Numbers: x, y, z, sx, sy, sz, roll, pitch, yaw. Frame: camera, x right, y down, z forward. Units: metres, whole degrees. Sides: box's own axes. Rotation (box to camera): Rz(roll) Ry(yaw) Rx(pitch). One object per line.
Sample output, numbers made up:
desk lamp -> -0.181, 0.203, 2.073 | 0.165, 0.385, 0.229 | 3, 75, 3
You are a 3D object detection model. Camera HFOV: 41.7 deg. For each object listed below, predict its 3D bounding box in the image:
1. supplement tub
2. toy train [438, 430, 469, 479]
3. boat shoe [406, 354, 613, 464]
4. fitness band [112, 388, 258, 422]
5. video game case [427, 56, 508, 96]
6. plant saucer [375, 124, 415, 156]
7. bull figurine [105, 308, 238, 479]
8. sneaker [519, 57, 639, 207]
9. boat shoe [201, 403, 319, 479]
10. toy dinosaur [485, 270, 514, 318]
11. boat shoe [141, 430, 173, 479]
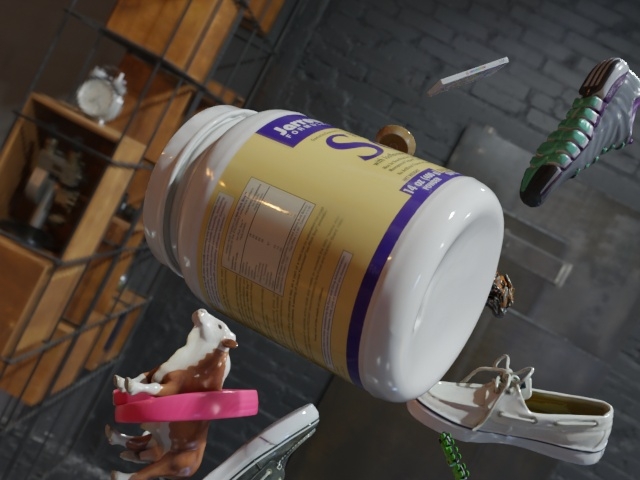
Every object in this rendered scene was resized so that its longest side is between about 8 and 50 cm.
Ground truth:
supplement tub -> 0.000, 0.000, 0.902 | 0.331, 0.241, 0.241 | 25, 2, 27
toy train -> 0.204, 0.334, 1.297 | 0.017, 0.024, 0.083 | 3, 44, -30
boat shoe -> 0.345, 0.284, 1.509 | 0.367, 0.156, 0.136 | 14, 26, 7
fitness band -> -0.221, 0.275, 1.403 | 0.209, 0.054, 0.291 | -2, -9, 13
video game case -> 0.247, -0.275, 1.420 | 0.087, 0.122, 0.011 | 153, -83, -82
plant saucer -> 0.146, -0.188, 1.664 | 0.083, 0.083, 0.015 | 28, 40, 4
bull figurine -> -0.240, 0.263, 1.364 | 0.188, 0.310, 0.101 | 0, 22, -30
sneaker -> 0.357, -0.124, 1.103 | 0.098, 0.224, 0.083 | 33, 4, -12
boat shoe -> -0.123, 0.448, 1.600 | 0.119, 0.335, 0.121 | 52, -11, 6
toy dinosaur -> 0.255, 0.047, 1.647 | 0.322, 0.218, 0.164 | 34, -36, -4
boat shoe -> -0.342, 0.467, 1.816 | 0.040, 0.049, 0.142 | 0, -57, 33
